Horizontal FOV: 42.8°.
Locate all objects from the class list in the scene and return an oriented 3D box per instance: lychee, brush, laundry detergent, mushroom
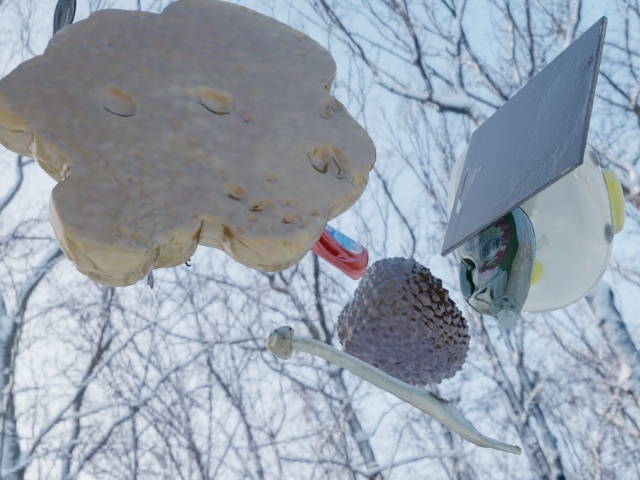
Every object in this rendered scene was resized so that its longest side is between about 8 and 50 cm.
[{"bbox_3d":[0.172,0.172,1.621,0.271,0.271,0.271,-9,-42,-8],"label":"lychee"},{"bbox_3d":[-0.331,-0.216,1.007,0.063,0.016,0.193,9,-69,-28],"label":"brush"},{"bbox_3d":[0.254,0.047,1.182,0.063,0.211,0.137,33,-52,-22],"label":"laundry detergent"},{"bbox_3d":[0.076,0.160,0.879,0.068,0.306,0.043,-29,-46,-55],"label":"mushroom"},{"bbox_3d":[0.000,0.000,1.322,0.165,0.097,0.049,32,-69,-16],"label":"laundry detergent"}]

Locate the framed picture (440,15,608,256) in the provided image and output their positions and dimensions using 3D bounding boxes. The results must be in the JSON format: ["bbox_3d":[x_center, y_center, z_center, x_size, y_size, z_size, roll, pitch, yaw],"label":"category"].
[{"bbox_3d":[0.275,-0.133,1.137,0.013,0.244,0.324,26,-29,-11],"label":"framed picture"}]

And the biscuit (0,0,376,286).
[{"bbox_3d":[-0.092,-0.086,0.640,0.269,0.376,0.051,24,-51,1],"label":"biscuit"}]

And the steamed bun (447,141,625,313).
[{"bbox_3d":[0.400,-0.048,1.561,0.334,0.373,0.334,-9,-9,-2],"label":"steamed bun"}]

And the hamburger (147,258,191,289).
[{"bbox_3d":[-0.248,-0.057,1.185,0.243,0.261,0.139,-19,-26,34],"label":"hamburger"}]
